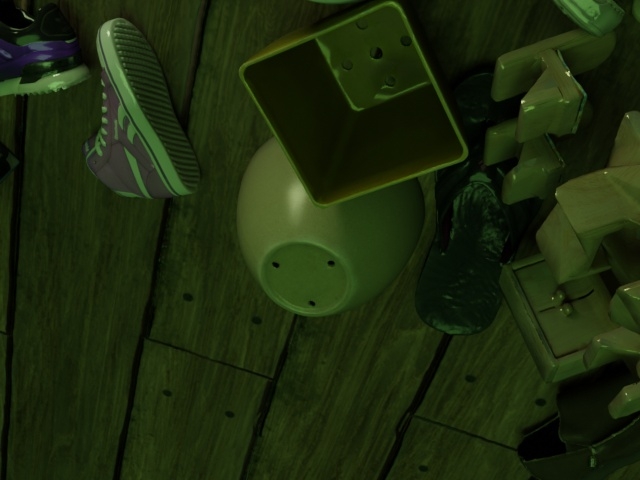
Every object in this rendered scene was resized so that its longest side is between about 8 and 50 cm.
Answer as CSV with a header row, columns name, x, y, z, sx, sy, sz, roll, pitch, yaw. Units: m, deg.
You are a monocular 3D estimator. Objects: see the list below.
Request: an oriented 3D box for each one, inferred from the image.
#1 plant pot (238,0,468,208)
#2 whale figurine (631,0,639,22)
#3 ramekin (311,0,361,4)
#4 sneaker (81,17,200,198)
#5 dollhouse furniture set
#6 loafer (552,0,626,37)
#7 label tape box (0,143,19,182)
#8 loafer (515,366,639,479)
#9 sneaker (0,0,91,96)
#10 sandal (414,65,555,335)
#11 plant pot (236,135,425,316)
name,x,y,z,sx,sy,sz,roll,pitch,yaw
plant pot,0.058,-0.201,1.104,0.212,0.187,0.212,-18,118,25
whale figurine,0.362,-0.348,0.973,0.272,0.141,0.216,-7,95,42
ramekin,-0.004,-0.401,0.951,0.272,0.127,0.273,4,100,25
sneaker,-0.297,-0.175,1.267,0.161,0.102,0.282,-4,123,20
dollhouse furniture set,0.376,-0.001,1.019,0.256,0.362,0.394,-18,152,-5
loafer,0.241,-0.363,0.917,0.111,0.112,0.320,-31,79,26
label tape box,-0.652,-0.150,1.277,0.115,0.249,0.348,-30,113,30
loafer,0.436,0.291,1.387,0.130,0.134,0.366,27,126,-6
sneaker,-0.478,-0.279,1.247,0.293,0.102,0.146,-5,117,13
sandal,0.228,-0.025,1.234,0.167,0.107,0.446,8,126,8
plant pot,0.000,0.000,1.258,0.284,0.191,0.284,6,126,9
